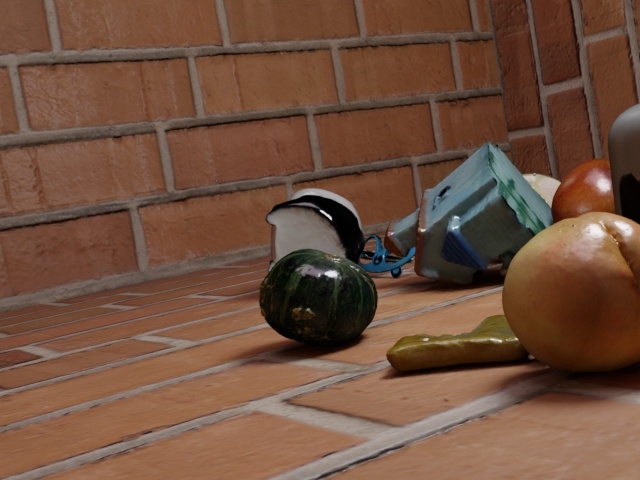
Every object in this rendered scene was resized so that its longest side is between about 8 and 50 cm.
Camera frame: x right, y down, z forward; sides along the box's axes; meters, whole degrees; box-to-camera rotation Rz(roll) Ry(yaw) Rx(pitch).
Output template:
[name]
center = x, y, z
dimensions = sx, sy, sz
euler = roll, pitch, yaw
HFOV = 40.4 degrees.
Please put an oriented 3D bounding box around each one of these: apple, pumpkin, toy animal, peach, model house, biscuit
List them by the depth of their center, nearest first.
[peach]
center = 0.291, 0.057, 0.927
dimensions = 0.184, 0.184, 0.184
euler = -9, 4, 1
[biscuit]
center = 0.183, 0.128, 1.112
dimensions = 0.184, 0.038, 0.174
euler = -8, 5, 12
[pumpkin]
center = -0.003, 0.089, 1.343
dimensions = 0.190, 0.146, 0.190
euler = 19, -4, 1
[apple]
center = 0.572, -0.058, 1.779
dimensions = 0.173, 0.210, 0.235
euler = -30, -27, 23
[model house]
center = 0.291, -0.001, 1.798
dimensions = 0.329, 0.251, 0.295
euler = -32, 18, 24
[toy animal]
center = 0.000, 0.000, 2.118
dimensions = 0.251, 0.250, 0.310
euler = -8, 7, 17

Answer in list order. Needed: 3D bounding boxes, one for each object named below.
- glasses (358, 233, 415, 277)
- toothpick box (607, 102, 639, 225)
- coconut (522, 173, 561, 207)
[glasses]
center = 0.209, 0.024, 2.162
dimensions = 0.207, 0.102, 0.239
euler = -12, 4, -34
[toothpick box]
center = 0.486, -0.062, 1.111
dimensions = 0.229, 0.316, 0.229
euler = -9, 3, 0
[coconut]
center = 0.482, -0.058, 2.033
dimensions = 0.237, 0.197, 0.237
euler = -14, 6, 1
